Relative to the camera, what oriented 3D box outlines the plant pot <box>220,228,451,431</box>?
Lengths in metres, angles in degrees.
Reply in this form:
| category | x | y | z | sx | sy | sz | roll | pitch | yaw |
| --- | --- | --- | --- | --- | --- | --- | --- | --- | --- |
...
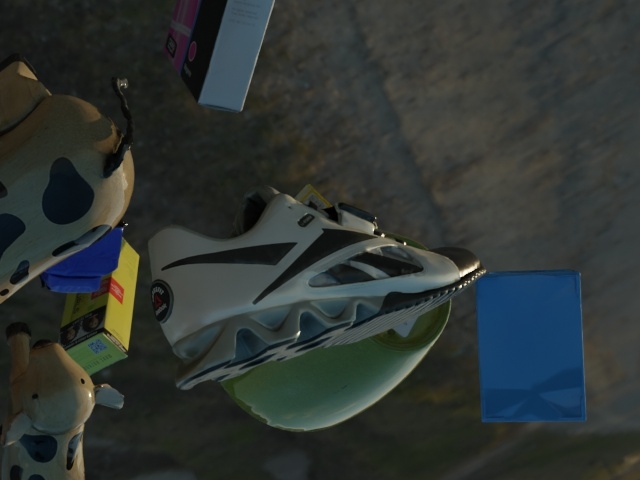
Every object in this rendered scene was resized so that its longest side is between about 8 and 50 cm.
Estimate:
| category | x | y | z | sx | sy | sz | roll | pitch | yaw |
| --- | --- | --- | --- | --- | --- | --- | --- | --- | --- |
| plant pot | 0.033 | 0.092 | 1.605 | 0.275 | 0.274 | 0.293 | -20 | 178 | -27 |

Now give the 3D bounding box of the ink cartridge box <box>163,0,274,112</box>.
| category | x | y | z | sx | sy | sz | roll | pitch | yaw |
| --- | --- | --- | --- | --- | --- | --- | --- | --- | --- |
| ink cartridge box | -0.087 | -0.349 | 1.476 | 0.069 | 0.175 | 0.370 | 10 | 114 | -26 |

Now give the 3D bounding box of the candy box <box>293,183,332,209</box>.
| category | x | y | z | sx | sy | sz | roll | pitch | yaw |
| --- | --- | --- | --- | --- | --- | --- | --- | --- | --- |
| candy box | 0.000 | 0.000 | 2.010 | 0.105 | 0.206 | 0.027 | -48 | 134 | 3 |

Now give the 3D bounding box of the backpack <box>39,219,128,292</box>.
| category | x | y | z | sx | sy | sz | roll | pitch | yaw |
| --- | --- | --- | --- | --- | --- | --- | --- | --- | --- |
| backpack | -0.284 | -0.002 | 1.445 | 0.098 | 0.120 | 0.101 | 9 | 109 | -27 |

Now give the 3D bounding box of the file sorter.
| category | x | y | z | sx | sy | sz | roll | pitch | yaw |
| --- | --- | --- | --- | --- | --- | --- | --- | --- | --- |
| file sorter | 0.249 | 0.119 | 1.515 | 0.118 | 0.170 | 0.104 | -2 | -178 | 13 |

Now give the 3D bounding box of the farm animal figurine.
| category | x | y | z | sx | sy | sz | roll | pitch | yaw |
| --- | --- | --- | --- | --- | --- | --- | --- | --- | --- |
| farm animal figurine | -0.223 | 0.034 | 0.783 | 0.330 | 0.172 | 0.326 | 33 | 102 | -33 |

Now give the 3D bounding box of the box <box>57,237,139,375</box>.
| category | x | y | z | sx | sy | sz | roll | pitch | yaw |
| --- | --- | --- | --- | --- | --- | --- | --- | --- | --- |
| box | -0.314 | 0.090 | 1.836 | 0.087 | 0.232 | 0.058 | -27 | 122 | 17 |

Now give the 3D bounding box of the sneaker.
| category | x | y | z | sx | sy | sz | roll | pitch | yaw |
| --- | --- | --- | --- | --- | --- | --- | --- | --- | --- |
| sneaker | 0.004 | 0.014 | 1.071 | 0.331 | 0.146 | 0.122 | -9 | 162 | -43 |
